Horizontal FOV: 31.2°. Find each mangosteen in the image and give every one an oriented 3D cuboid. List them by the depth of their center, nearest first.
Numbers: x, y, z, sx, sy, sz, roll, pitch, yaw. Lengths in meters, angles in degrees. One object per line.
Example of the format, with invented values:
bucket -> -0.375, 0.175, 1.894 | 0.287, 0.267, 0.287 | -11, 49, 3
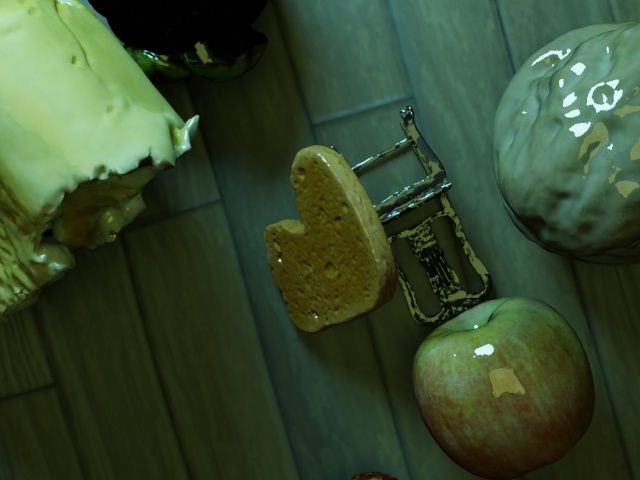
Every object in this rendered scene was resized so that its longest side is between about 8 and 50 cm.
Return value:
mangosteen -> -0.148, -0.277, 1.194 | 0.242, 0.243, 0.243 | 0, 93, 1

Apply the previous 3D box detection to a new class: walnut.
walnut -> 0.302, -0.102, 1.171 | 0.273, 0.273, 0.227 | -50, 57, 3

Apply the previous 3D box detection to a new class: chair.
chair -> 0.105, -0.018, 1.254 | 0.106, 0.113, 0.229 | -28, 89, 4

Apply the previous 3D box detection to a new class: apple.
apple -> 0.196, 0.157, 1.219 | 0.188, 0.188, 0.174 | -29, 96, 2

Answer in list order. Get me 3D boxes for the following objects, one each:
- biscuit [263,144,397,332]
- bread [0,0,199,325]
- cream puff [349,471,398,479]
biscuit -> 0.000, 0.000, 1.233 | 0.036, 0.192, 0.186 | -27, 90, -38
bread -> -0.323, -0.148, 1.155 | 0.394, 0.250, 0.361 | 54, 134, 0
cream puff -> 0.052, 0.330, 1.280 | 0.149, 0.084, 0.149 | 0, 90, 5
